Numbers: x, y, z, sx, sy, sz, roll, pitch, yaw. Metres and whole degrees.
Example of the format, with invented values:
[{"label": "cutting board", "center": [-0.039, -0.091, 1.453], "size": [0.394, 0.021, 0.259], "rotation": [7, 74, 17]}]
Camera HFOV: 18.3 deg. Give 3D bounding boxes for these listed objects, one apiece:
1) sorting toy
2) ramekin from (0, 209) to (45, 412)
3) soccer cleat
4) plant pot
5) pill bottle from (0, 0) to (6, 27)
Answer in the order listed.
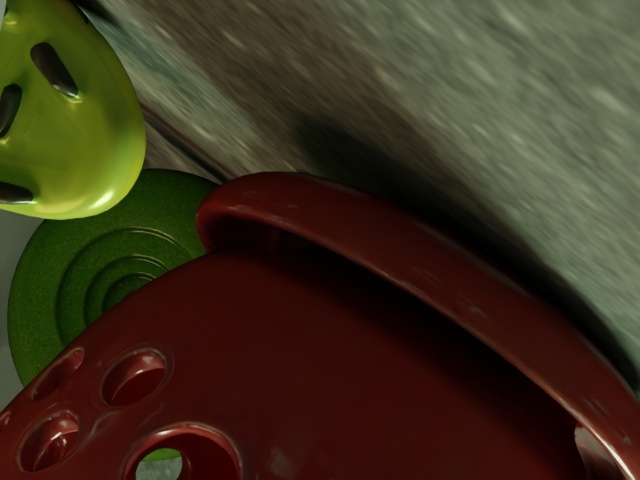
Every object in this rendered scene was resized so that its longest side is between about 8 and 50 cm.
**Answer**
[{"label": "sorting toy", "center": [-0.068, 0.037, 0.797], "size": [0.365, 0.127, 0.126], "rotation": [37, -179, 16]}, {"label": "ramekin", "center": [-0.207, 0.009, 1.110], "size": [0.207, 0.207, 0.109], "rotation": [42, -179, -22]}, {"label": "soccer cleat", "center": [-0.160, -0.097, 0.779], "size": [0.289, 0.093, 0.121], "rotation": [30, -161, 30]}, {"label": "plant pot", "center": [-0.007, 0.084, 0.609], "size": [0.191, 0.174, 0.191], "rotation": [32, 166, 9]}, {"label": "pill bottle", "center": [-0.213, -0.104, 0.499], "size": [0.334, 0.188, 0.188], "rotation": [31, 169, 49]}]
